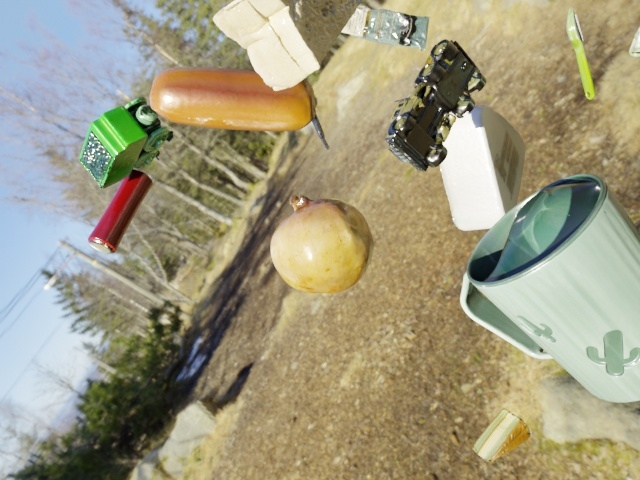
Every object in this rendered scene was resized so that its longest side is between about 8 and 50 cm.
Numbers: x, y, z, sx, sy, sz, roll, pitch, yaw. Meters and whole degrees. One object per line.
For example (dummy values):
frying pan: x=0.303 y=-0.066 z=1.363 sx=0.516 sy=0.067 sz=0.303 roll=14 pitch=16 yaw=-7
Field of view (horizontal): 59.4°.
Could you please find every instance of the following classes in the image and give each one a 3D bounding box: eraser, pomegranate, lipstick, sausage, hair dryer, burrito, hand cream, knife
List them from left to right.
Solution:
lipstick: x=-0.533 y=-0.080 z=1.504 sx=0.080 sy=0.080 sz=0.241 roll=-36 pitch=30 yaw=57
sausage: x=-0.143 y=-0.235 z=0.935 sx=0.105 sy=0.274 sz=0.105 roll=-177 pitch=90 yaw=-85
hair dryer: x=-0.017 y=-0.434 z=2.075 sx=0.075 sy=0.219 sz=0.195 roll=-23 pitch=3 yaw=-1
pomegranate: x=0.000 y=0.000 z=1.739 sx=0.338 sy=0.338 sz=0.338 roll=-52 pitch=12 yaw=16
hand cream: x=0.120 y=-0.489 z=1.268 sx=0.052 sy=0.247 sz=0.075 roll=-85 pitch=5 yaw=-71
eraser: x=0.444 y=-0.180 z=1.533 sx=0.149 sy=0.331 sz=0.331 roll=-4 pitch=46 yaw=38
knife: x=0.512 y=-0.366 z=1.108 sx=0.026 sy=0.184 sz=0.022 roll=-28 pitch=17 yaw=-13
burrito: x=0.707 y=-0.446 z=1.195 sx=0.118 sy=0.074 sz=0.044 roll=-56 pitch=32 yaw=32

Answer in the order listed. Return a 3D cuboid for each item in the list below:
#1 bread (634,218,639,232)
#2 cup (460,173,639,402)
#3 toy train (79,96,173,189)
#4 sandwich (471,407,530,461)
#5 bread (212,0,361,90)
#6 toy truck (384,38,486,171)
bread: x=0.950 y=-0.035 z=1.471 sx=0.288 sy=0.119 sz=0.153 roll=-44 pitch=48 yaw=32
cup: x=0.515 y=0.096 z=1.168 sx=0.310 sy=0.392 sz=0.401 roll=-45 pitch=9 yaw=-9
toy train: x=-0.497 y=-0.247 z=1.421 sx=0.188 sy=0.132 sz=0.243 roll=-40 pitch=1 yaw=-40
sandwich: x=0.553 y=0.611 z=1.703 sx=0.163 sy=0.113 sz=0.079 roll=-48 pitch=35 yaw=-11
bread: x=-0.029 y=-0.247 z=0.605 sx=0.077 sy=0.105 sz=0.152 roll=-15 pitch=38 yaw=39
toy truck: x=0.216 y=-0.269 z=1.130 sx=0.127 sy=0.127 sz=0.257 roll=-1 pitch=57 yaw=56
